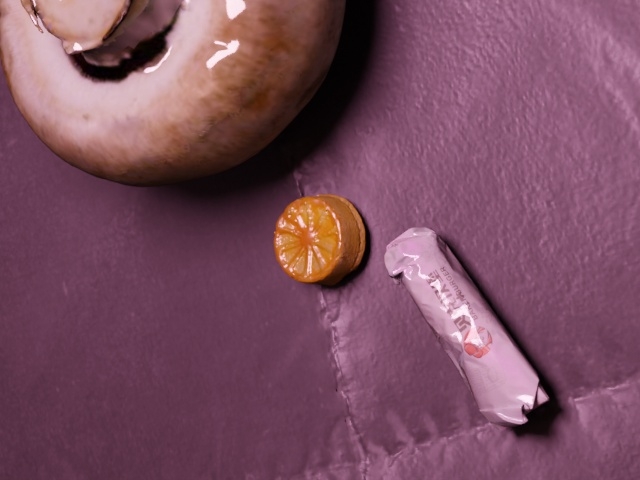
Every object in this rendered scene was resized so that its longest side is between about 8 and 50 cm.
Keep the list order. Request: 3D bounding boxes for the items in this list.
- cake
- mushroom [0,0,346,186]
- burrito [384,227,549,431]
[{"bbox_3d":[0.000,0.000,1.786,0.084,0.044,0.084,0,89,34],"label":"cake"},{"bbox_3d":[-0.140,-0.219,1.749,0.352,0.260,0.352,3,95,29],"label":"mushroom"},{"bbox_3d":[0.122,0.074,1.697,0.064,0.064,0.203,-45,69,27],"label":"burrito"}]
